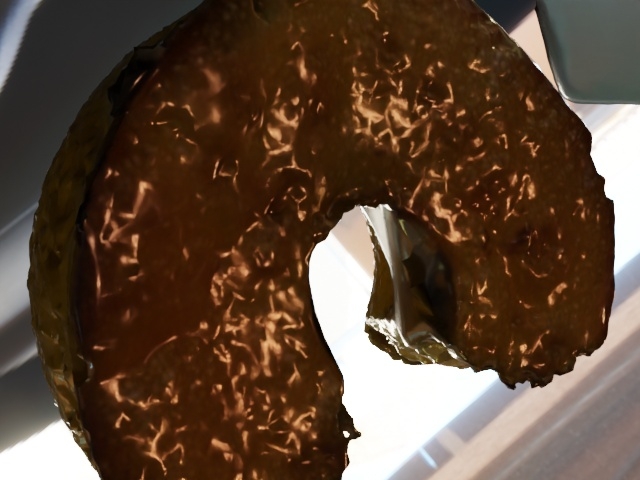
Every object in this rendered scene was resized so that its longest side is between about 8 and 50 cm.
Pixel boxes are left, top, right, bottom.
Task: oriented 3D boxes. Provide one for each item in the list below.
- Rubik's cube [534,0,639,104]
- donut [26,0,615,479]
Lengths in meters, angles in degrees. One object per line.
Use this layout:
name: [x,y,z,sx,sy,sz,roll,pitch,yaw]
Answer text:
Rubik's cube: [0.238,-0.244,0.361,0.290,0.291,0.291,8,-131,40]
donut: [0.000,0.000,0.674,0.435,0.377,0.163,-22,-162,-32]
